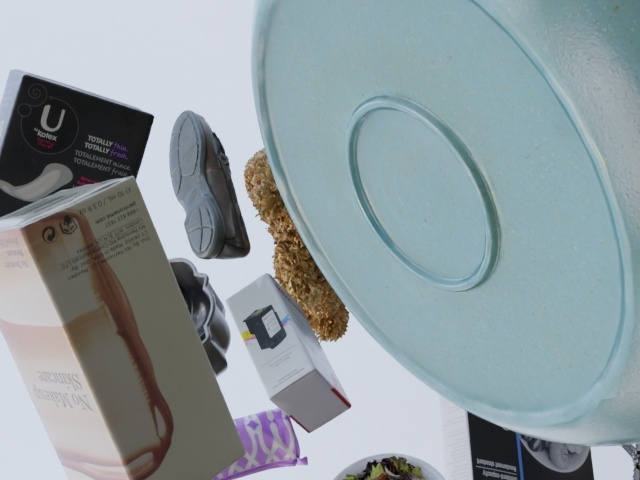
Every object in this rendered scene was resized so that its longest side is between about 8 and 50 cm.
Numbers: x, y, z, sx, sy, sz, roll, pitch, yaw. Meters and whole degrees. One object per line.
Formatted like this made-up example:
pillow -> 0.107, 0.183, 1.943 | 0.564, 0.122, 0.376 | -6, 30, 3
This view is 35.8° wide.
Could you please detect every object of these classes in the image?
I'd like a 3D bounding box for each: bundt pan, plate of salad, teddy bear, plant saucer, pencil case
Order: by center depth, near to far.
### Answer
plant saucer -> 0.058, -0.029, 0.478 | 0.043, 0.317, 0.318 | -31, -50, -27
pencil case -> -0.128, 0.287, 1.318 | 0.206, 0.088, 0.086 | -17, -41, -11
plate of salad -> 0.086, 0.373, 1.349 | 0.200, 0.199, 0.048 | -45, -40, -22
teddy bear -> 0.000, 0.000, 1.490 | 0.245, 0.113, 0.338 | -38, -55, -46
bundt pan -> -0.287, 0.193, 1.643 | 0.331, 0.330, 0.124 | -52, -45, -15

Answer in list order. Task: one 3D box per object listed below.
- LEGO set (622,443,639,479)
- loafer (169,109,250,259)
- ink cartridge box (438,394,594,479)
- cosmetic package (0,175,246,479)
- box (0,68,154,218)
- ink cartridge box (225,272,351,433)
LEGO set -> 0.326, 0.306, 0.976 | 0.255, 0.192, 0.332 | -37, -50, -82
loafer -> -0.173, -0.082, 1.552 | 0.084, 0.268, 0.096 | 12, -39, -39
ink cartridge box -> 0.217, 0.261, 1.063 | 0.206, 0.045, 0.208 | 19, -122, -34
cosmetic package -> -0.207, 0.102, 0.948 | 0.129, 0.153, 0.296 | -31, -74, -39
box -> -0.331, -0.056, 1.218 | 0.165, 0.143, 0.271 | 16, -85, -25
ink cartridge box -> -0.043, 0.149, 1.313 | 0.072, 0.175, 0.127 | -33, -40, 4
